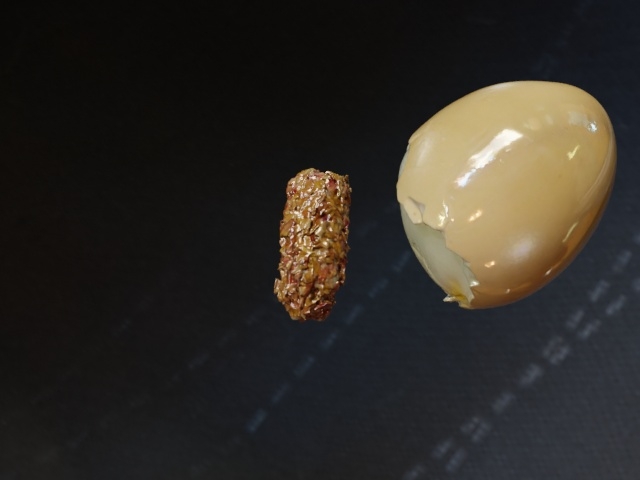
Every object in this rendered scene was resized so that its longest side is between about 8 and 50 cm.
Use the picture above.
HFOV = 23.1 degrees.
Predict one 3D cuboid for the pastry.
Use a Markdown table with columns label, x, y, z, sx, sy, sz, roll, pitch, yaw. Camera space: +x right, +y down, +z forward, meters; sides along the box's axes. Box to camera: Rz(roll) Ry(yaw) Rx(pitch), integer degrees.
| label | x | y | z | sx | sy | sz | roll | pitch | yaw |
| --- | --- | --- | --- | --- | --- | --- | --- | --- | --- |
| pastry | -0.002 | -0.001 | 1.581 | 0.087 | 0.063 | 0.169 | 26 | 54 | -36 |

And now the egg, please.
| label | x | y | z | sx | sy | sz | roll | pitch | yaw |
| --- | --- | --- | --- | --- | --- | --- | --- | --- | --- |
| egg | 0.186 | -0.054 | 1.552 | 0.244 | 0.201 | 0.201 | -40 | 128 | -2 |
